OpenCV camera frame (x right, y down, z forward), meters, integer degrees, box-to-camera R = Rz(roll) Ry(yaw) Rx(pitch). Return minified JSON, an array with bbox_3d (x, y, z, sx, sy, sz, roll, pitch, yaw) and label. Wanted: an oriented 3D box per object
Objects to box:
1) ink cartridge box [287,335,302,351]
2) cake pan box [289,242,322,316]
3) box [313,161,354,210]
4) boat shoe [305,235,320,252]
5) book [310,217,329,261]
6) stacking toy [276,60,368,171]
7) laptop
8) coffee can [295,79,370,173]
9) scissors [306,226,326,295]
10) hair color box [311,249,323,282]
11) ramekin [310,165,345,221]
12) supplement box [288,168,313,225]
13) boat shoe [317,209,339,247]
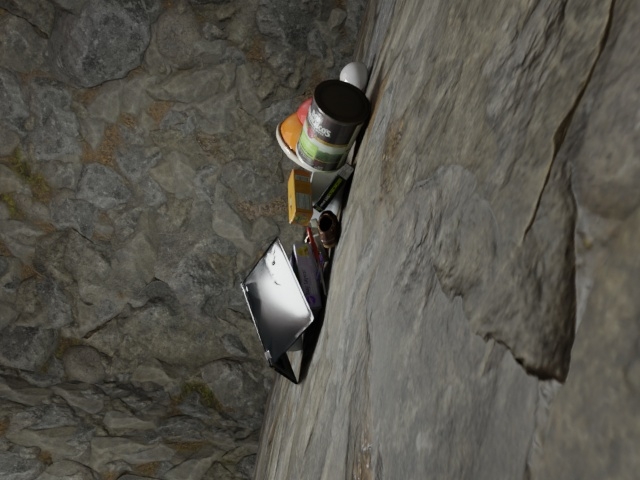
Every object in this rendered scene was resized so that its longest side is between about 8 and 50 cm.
[{"bbox_3d":[-0.140,0.234,1.887,0.308,0.091,0.384,-111,22,-60],"label":"ink cartridge box"},{"bbox_3d":[-0.062,0.168,1.619,0.266,0.070,0.245,111,152,-66],"label":"cake pan box"},{"bbox_3d":[0.045,-0.190,1.608,0.190,0.045,0.184,-54,7,-1],"label":"box"},{"bbox_3d":[-0.016,-0.003,1.882,0.257,0.095,0.095,-130,53,-85],"label":"boat shoe"},{"bbox_3d":[0.000,0.000,1.627,0.096,0.035,0.144,-100,-8,-47],"label":"book"},{"bbox_3d":[0.055,-0.556,1.896,0.480,0.351,0.350,-50,20,37],"label":"stacking toy"},{"bbox_3d":[-0.129,0.274,1.644,0.381,0.237,0.407,63,-178,37],"label":"laptop"},{"bbox_3d":[0.038,-0.404,1.575,0.275,0.202,0.201,119,165,-56],"label":"coffee can"},{"bbox_3d":[-0.004,0.080,1.550,0.109,0.021,0.296,72,-179,-61],"label":"scissors"},{"bbox_3d":[-0.060,0.132,1.948,0.339,0.110,0.185,-136,58,-87],"label":"hair color box"},{"bbox_3d":[0.013,-0.192,1.835,0.277,0.135,0.276,-167,90,-86],"label":"ramekin"},{"bbox_3d":[-0.079,-0.168,1.680,0.078,0.080,0.233,118,157,-47],"label":"supplement box"},{"bbox_3d":[0.026,-0.060,1.570,0.206,0.073,0.073,-97,-14,-57],"label":"boat shoe"}]
